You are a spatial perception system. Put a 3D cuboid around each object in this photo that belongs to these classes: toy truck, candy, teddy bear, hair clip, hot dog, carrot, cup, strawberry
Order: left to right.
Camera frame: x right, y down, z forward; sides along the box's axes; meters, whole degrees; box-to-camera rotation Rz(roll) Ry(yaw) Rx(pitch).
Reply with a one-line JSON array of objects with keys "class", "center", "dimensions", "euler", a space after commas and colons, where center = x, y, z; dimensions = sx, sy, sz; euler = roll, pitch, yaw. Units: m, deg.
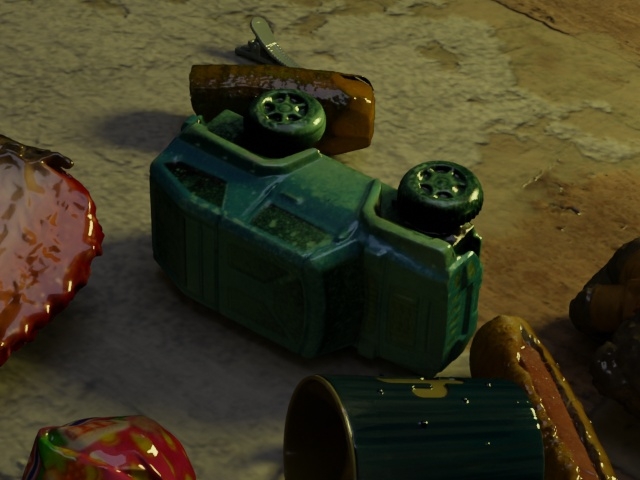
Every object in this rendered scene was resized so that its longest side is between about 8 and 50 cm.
[{"class": "strawberry", "center": [-0.278, 0.033, 1.547], "dimensions": [0.190, 0.111, 0.236], "euler": [20, 59, -1]}, {"class": "candy", "center": [-0.049, 0.241, 1.305], "dimensions": [0.365, 0.124, 0.124], "euler": [33, 42, 19]}, {"class": "carrot", "center": [-0.036, -0.120, 1.818], "dimensions": [0.173, 0.082, 0.082], "euler": [3, 35, 5]}, {"class": "hair clip", "center": [-0.033, -0.178, 1.933], "dimensions": [0.115, 0.039, 0.030], "euler": [34, 48, 28]}, {"class": "toy truck", "center": [0.000, 0.000, 1.597], "dimensions": [0.279, 0.155, 0.156], "euler": [27, 48, 24]}, {"class": "cup", "center": [0.060, 0.153, 1.430], "dimensions": [0.155, 0.131, 0.176], "euler": [-1, 11, -21]}, {"class": "hot dog", "center": [0.166, 0.157, 1.471], "dimensions": [0.061, 0.088, 0.286], "euler": [3, 29, -17]}, {"class": "teddy bear", "center": [0.285, 0.072, 1.571], "dimensions": [0.177, 0.140, 0.190], "euler": [14, 44, 4]}]
